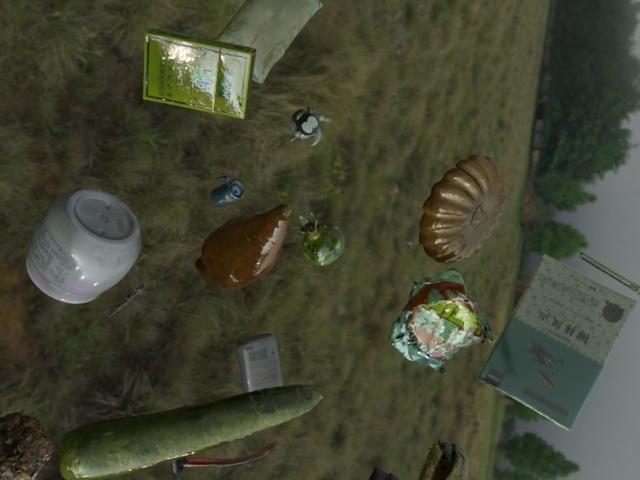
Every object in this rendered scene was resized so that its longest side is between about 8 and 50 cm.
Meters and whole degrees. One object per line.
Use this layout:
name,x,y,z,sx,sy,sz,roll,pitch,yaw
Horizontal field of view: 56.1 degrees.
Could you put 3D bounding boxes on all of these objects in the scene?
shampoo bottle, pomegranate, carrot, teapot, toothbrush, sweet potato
shampoo bottle,-0.107,0.259,1.114,0.080,0.040,0.165,-11,97,-27
pomegranate,-0.008,-0.011,2.059,0.220,0.156,0.156,50,40,-20
carrot,-0.162,0.253,0.816,0.074,0.358,0.074,172,-90,-70
teapot,-0.219,-0.115,1.394,0.049,0.083,0.064,-12,85,-49
shampoo bottle,-0.658,0.017,1.677,0.266,0.273,0.273,-45,179,29
toothbrush,0.820,0.118,1.595,0.028,0.294,0.026,-34,150,-26
sweet potato,-0.137,0.023,0.976,0.112,0.359,0.112,14,63,-28

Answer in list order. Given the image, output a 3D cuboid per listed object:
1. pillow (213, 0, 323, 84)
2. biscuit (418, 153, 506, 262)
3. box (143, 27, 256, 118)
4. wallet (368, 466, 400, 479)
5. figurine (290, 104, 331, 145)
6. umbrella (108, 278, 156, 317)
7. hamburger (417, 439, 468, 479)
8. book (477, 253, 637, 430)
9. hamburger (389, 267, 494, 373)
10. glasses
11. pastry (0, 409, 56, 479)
pillow,-0.149,-0.601,1.682,0.185,0.075,0.302,36,95,-29
biscuit,0.411,-0.077,1.682,0.325,0.107,0.326,-23,130,-31
box,-0.252,-0.347,1.251,0.064,0.219,0.141,-78,179,-60
wallet,0.214,0.875,1.979,0.229,0.182,0.049,-41,153,-51
figurine,-0.049,-0.399,2.084,0.147,0.126,0.192,-54,-163,2
umbrella,-0.399,0.119,1.262,0.122,0.013,0.022,-38,130,-9
hamburger,0.350,0.730,1.781,0.266,0.134,0.285,-70,162,-1
book,0.611,0.258,1.557,0.379,0.264,0.031,-61,169,-5
hamburger,0.326,0.218,1.687,0.260,0.276,0.150,46,22,-16
glasses,-0.219,0.480,1.417,0.118,0.268,0.234,-95,-167,-47
pastry,-0.803,0.573,1.507,0.193,0.274,0.275,76,28,-43
